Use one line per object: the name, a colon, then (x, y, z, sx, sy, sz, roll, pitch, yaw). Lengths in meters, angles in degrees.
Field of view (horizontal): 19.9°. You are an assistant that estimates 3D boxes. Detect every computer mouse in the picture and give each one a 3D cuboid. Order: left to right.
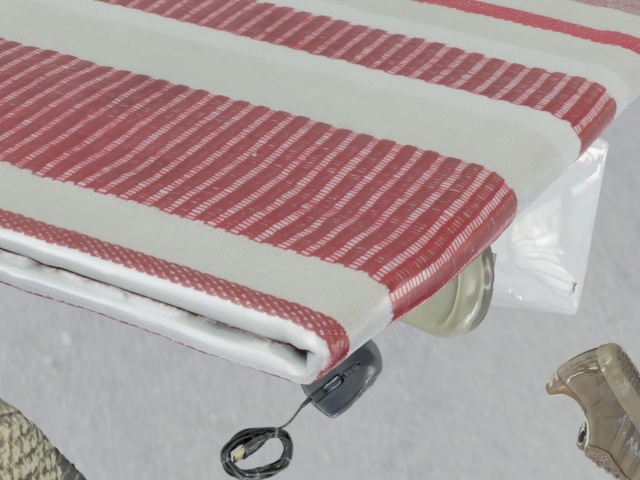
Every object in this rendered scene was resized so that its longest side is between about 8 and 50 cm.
computer mouse: (-0.012, 0.156, 1.758, 0.041, 0.242, 0.071, -30, 99, 45)

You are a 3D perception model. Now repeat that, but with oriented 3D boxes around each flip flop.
flip flop: (0.000, 0.000, 1.212, 0.080, 0.277, 0.112, -15, 116, -35)

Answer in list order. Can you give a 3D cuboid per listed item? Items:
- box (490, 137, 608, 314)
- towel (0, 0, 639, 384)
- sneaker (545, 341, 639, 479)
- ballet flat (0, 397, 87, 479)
box: (0.172, -0.035, 1.787, 0.181, 0.119, 0.182, 19, 80, -46)
towel: (-0.016, -0.056, 0.668, 0.237, 0.329, 0.037, 16, 121, 26)
sneaker: (0.255, 0.168, 1.532, 0.071, 0.066, 0.188, -23, 111, 21)
ballet flat: (-0.106, 0.241, 0.907, 0.164, 0.182, 0.483, -23, 137, 15)
